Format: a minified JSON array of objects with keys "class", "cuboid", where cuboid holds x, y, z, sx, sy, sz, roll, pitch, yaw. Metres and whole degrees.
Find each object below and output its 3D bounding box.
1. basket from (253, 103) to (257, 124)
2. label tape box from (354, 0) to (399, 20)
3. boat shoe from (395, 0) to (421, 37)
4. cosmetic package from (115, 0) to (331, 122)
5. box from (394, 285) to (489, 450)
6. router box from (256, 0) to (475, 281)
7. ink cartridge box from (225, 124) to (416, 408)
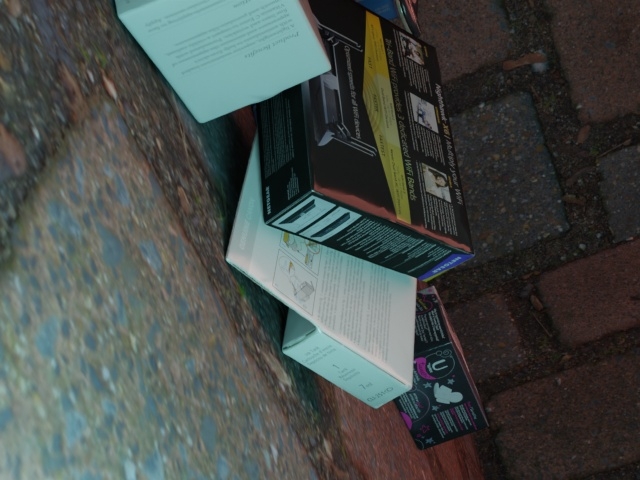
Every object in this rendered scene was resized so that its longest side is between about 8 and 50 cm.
[{"class":"basket","cuboid":[-0.006,-0.210,1.252,0.289,0.201,0.254,47,26,-54]},{"class":"label tape box","cuboid":[0.016,-0.457,1.795,0.347,0.249,0.115,-95,165,-57]},{"class":"boat shoe","cuboid":[0.159,-0.468,1.662,0.075,0.065,0.206,-54,128,-77]},{"class":"cosmetic package","cuboid":[-0.099,-0.243,0.896,0.183,0.151,0.151,57,15,-60]},{"class":"box","cuboid":[0.199,0.234,1.690,0.163,0.142,0.247,-99,166,-53]},{"class":"router box","cuboid":[0.044,-0.130,1.039,0.243,0.081,0.309,20,52,-37]},{"class":"ink cartridge box","cuboid":[0.000,0.000,1.031,0.261,0.066,0.296,36,39,-25]}]
